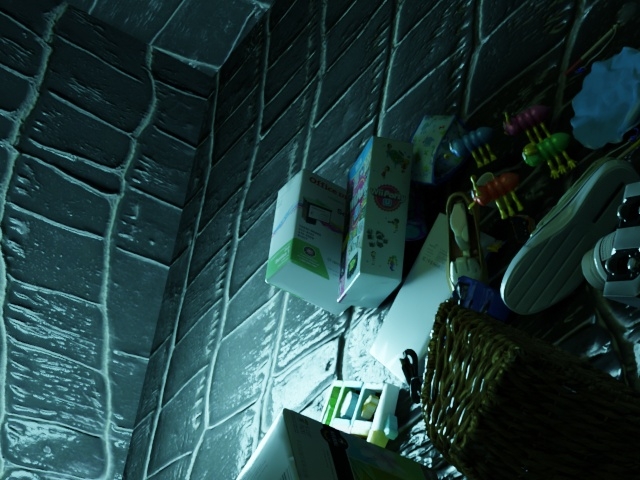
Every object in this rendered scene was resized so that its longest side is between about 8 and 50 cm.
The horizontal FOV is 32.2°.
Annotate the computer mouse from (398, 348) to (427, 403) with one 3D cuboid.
[{"bbox_3d":[0.222,0.236,1.999,0.193,0.042,0.106,-18,91,51],"label":"computer mouse"}]

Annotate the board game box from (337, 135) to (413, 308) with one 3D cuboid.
[{"bbox_3d":[0.113,-0.034,2.339,0.224,0.097,0.303,123,155,-67],"label":"board game box"}]

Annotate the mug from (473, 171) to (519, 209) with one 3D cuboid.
[{"bbox_3d":[0.333,-0.087,2.082,0.062,0.064,0.078,-66,23,-5],"label":"mug"}]

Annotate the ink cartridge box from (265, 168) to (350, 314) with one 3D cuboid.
[{"bbox_3d":[0.000,0.000,2.552,0.117,0.201,0.278,-42,31,43],"label":"ink cartridge box"}]

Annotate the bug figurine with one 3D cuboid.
[{"bbox_3d":[0.341,-0.161,2.026,0.216,0.072,0.279,-28,30,9],"label":"bug figurine"}]

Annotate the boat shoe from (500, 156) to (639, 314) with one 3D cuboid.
[{"bbox_3d":[0.408,-0.007,1.815,0.302,0.109,0.094,-50,10,12],"label":"boat shoe"}]

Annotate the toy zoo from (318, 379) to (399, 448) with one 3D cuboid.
[{"bbox_3d":[0.071,0.377,2.229,0.293,0.030,0.192,-10,58,64],"label":"toy zoo"}]

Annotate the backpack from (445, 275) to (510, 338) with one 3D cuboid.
[{"bbox_3d":[0.272,0.135,1.945,0.120,0.098,0.101,-65,26,-2],"label":"backpack"}]

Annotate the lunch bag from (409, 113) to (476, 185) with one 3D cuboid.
[{"bbox_3d":[0.244,-0.182,2.334,0.151,0.096,0.129,-58,25,-10],"label":"lunch bag"}]

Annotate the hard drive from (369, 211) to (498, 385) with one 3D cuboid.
[{"bbox_3d":[0.215,0.113,2.167,0.319,0.040,0.210,-63,22,3],"label":"hard drive"}]

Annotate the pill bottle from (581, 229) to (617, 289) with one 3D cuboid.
[{"bbox_3d":[0.465,0.021,1.650,0.152,0.086,0.086,-34,37,53],"label":"pill bottle"}]

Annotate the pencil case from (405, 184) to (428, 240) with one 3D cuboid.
[{"bbox_3d":[0.195,-0.070,2.372,0.152,0.064,0.070,-89,21,-44],"label":"pencil case"}]

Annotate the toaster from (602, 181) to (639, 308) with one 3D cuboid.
[{"bbox_3d":[0.487,0.016,1.508,0.110,0.185,0.168,-4,71,68],"label":"toaster"}]

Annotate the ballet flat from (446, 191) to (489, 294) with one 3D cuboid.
[{"bbox_3d":[0.259,0.021,2.030,0.080,0.073,0.232,-11,73,21],"label":"ballet flat"}]

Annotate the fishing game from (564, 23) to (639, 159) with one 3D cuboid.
[{"bbox_3d":[0.504,-0.243,1.901,0.189,0.041,0.264,-47,36,38],"label":"fishing game"}]

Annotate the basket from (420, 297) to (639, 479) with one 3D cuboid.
[{"bbox_3d":[0.281,0.248,1.542,0.213,0.299,0.223,-65,24,5],"label":"basket"}]

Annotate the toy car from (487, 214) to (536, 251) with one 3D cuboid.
[{"bbox_3d":[0.344,-0.020,2.007,0.040,0.060,0.122,-41,14,-34],"label":"toy car"}]

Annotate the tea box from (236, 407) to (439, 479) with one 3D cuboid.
[{"bbox_3d":[0.007,0.512,1.842,0.329,0.323,0.220,-58,22,18],"label":"tea box"}]

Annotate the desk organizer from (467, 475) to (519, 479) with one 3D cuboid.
[{"bbox_3d":[0.286,0.380,1.726,0.050,0.047,0.130,-63,22,-3],"label":"desk organizer"}]
